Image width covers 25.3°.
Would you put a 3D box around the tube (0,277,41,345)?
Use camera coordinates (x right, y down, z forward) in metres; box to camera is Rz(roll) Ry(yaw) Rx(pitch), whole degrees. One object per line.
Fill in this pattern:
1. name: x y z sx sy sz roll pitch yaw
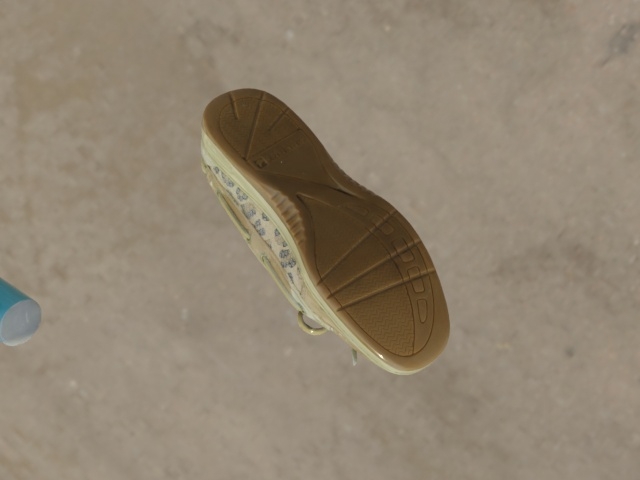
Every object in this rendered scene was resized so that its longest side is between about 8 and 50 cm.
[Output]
1. tube: -0.374 0.042 1.483 0.207 0.052 0.080 30 128 34

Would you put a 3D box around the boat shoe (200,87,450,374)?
1. boat shoe: 0.000 0.000 1.163 0.285 0.105 0.089 54 151 21
